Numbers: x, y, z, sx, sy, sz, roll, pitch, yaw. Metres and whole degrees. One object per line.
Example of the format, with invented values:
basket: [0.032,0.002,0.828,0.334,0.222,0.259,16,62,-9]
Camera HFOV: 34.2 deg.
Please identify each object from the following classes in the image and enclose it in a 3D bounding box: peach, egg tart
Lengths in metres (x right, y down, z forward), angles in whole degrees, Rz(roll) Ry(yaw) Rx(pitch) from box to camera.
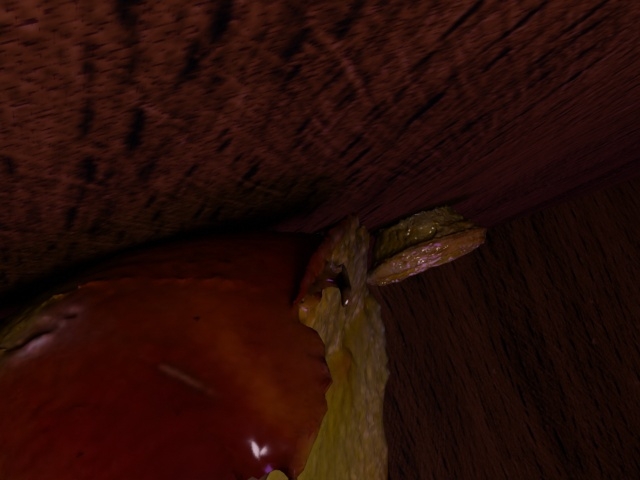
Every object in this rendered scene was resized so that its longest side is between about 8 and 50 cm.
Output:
peach: [-0.079,0.152,0.757,0.417,0.339,0.353,-20,-151,-38]
egg tart: [0.136,0.003,1.400,0.191,0.074,0.191,-19,174,-2]

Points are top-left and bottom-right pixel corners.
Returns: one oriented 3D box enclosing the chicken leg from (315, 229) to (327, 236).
chicken leg: [0.002,-0.001,1.123,0.083,0.021,0.036,-18,-172,42]
